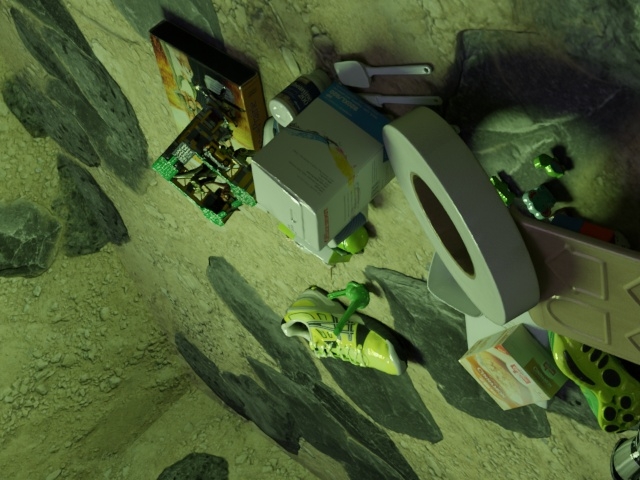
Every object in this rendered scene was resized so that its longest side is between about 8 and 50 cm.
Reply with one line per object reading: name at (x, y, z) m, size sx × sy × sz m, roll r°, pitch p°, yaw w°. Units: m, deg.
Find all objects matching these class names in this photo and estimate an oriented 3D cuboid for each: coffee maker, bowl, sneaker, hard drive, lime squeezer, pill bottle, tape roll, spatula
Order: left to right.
pill bottle at (-0.034, -0.272, 1.713) m, size 0.067 × 0.120 × 0.067 m, roll 37°, pitch 154°, yaw 21°
sneaker at (-0.029, -0.148, 1.920) m, size 0.182 × 0.127 × 0.315 m, roll 4°, pitch 126°, yaw 62°
sneaker at (0.062, 0.266, 2.359) m, size 0.384 × 0.147 × 0.145 m, roll 26°, pitch 147°, yaw 38°
lime squeezer at (0.074, 0.152, 2.231) m, size 0.059 × 0.110 × 0.310 m, roll 34°, pitch -171°, yaw -10°
spatula at (0.132, -0.250, 1.598) m, size 0.242 × 0.019 × 0.168 m, roll 13°, pitch 139°, yaw 52°
tape roll at (0.229, -0.040, 1.510) m, size 0.392 × 0.072 × 0.392 m, roll 60°, pitch 178°, yaw 3°
bowl at (0.283, 0.060, 1.735) m, size 0.142 × 0.053 × 0.142 m, roll 31°, pitch 120°, yaw 33°
hard drive at (0.385, 0.200, 1.845) m, size 0.203 × 0.040 × 0.307 m, roll 30°, pitch 151°, yaw 34°
sneaker at (0.510, 0.242, 1.656) m, size 0.295 × 0.109 × 0.123 m, roll 50°, pitch -166°, yaw -29°
coffee maker at (0.638, 0.390, 1.647) m, size 0.171 × 0.120 × 0.178 m, roll 0°, pitch 150°, yaw -5°

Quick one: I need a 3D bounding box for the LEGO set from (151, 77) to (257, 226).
LEGO set at (-0.195, -0.186, 1.901) m, size 0.255 × 0.192 × 0.331 m, roll 38°, pitch 158°, yaw -4°

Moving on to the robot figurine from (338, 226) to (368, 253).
robot figurine at (0.058, -0.013, 2.027) m, size 0.115 × 0.067 × 0.101 m, roll 26°, pitch 149°, yaw 40°

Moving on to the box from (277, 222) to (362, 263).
box at (0.000, 0.000, 2.107) m, size 0.178 × 0.042 × 0.109 m, roll 36°, pitch -162°, yaw 24°

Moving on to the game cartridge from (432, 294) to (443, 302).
game cartridge at (0.268, 0.113, 1.937) m, size 0.083 × 0.017 × 0.056 m, roll 12°, pitch 135°, yaw 53°

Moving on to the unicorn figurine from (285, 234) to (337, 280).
unicorn figurine at (-0.016, 0.018, 2.227) m, size 0.111 × 0.060 × 0.162 m, roll 50°, pitch 172°, yaw -29°

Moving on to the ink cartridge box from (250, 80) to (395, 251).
ink cartridge box at (0.011, -0.136, 1.690) m, size 0.168 × 0.232 × 0.171 m, roll 39°, pitch 161°, yaw 18°

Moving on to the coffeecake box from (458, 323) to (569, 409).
coffeecake box at (0.381, 0.255, 1.802) m, size 0.142 × 0.068 × 0.185 m, roll 48°, pitch 155°, yaw 1°

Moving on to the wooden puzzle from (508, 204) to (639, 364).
wooden puzzle at (0.464, 0.084, 1.392) m, size 0.348 × 0.080 × 0.322 m, roll 26°, pitch 157°, yaw 32°

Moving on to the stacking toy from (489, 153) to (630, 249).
stacking toy at (0.379, -0.033, 1.479) m, size 0.221 × 0.052 × 0.167 m, roll 49°, pitch 156°, yaw -4°

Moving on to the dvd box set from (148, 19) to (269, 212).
dvd box set at (-0.239, -0.282, 2.116) m, size 0.307 × 0.062 × 0.420 m, roll 35°, pitch 153°, yaw 27°
